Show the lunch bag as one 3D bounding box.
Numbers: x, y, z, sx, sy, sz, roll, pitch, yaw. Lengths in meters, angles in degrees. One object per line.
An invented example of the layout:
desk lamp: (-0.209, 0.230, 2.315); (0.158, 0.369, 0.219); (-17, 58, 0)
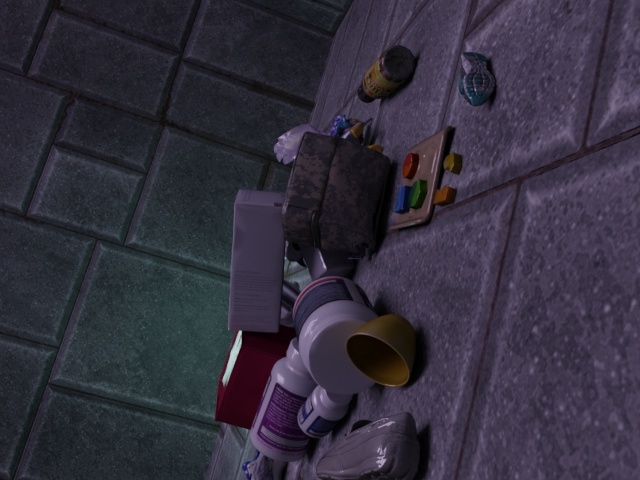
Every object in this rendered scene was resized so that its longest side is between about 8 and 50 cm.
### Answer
lunch bag: (0.049, -0.119, 1.686); (0.213, 0.255, 0.305); (81, -159, -63)

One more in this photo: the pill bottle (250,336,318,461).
pill bottle: (-0.067, 0.418, 1.643); (0.169, 0.169, 0.302); (-107, 36, -72)

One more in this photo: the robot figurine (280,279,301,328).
robot figurine: (-0.177, 0.277, 2.335); (0.300, 0.199, 0.353); (-46, -6, -35)

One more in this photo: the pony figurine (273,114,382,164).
pony figurine: (0.043, -0.285, 2.083); (0.351, 0.303, 0.363); (-36, 17, 12)

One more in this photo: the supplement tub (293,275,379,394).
supplement tub: (0.041, 0.204, 1.372); (0.272, 0.191, 0.191); (-114, 43, -75)

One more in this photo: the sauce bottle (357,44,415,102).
sauce bottle: (0.197, -0.515, 1.968); (0.344, 0.111, 0.112); (163, 124, -79)

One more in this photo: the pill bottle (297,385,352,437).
pill bottle: (0.014, 0.394, 1.464); (0.169, 0.094, 0.094); (119, 164, -46)

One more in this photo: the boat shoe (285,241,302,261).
boat shoe: (-0.069, -0.067, 1.979); (0.088, 0.096, 0.268); (132, 153, -59)

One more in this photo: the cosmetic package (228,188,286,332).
cosmetic package: (-0.184, 0.055, 1.826); (0.217, 0.156, 0.385); (-105, 18, -75)

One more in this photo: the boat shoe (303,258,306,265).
boat shoe: (0.054, -0.023, 1.932); (0.116, 0.123, 0.325); (47, 128, 42)

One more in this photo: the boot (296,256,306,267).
boot: (0.014, -0.002, 2.116); (0.207, 0.094, 0.246); (-49, -16, 8)

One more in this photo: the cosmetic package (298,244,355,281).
cosmetic package: (0.000, 0.000, 1.820); (0.085, 0.117, 0.231); (-44, 61, 41)

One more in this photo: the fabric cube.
fabric cube: (-0.154, 0.407, 1.857); (0.259, 0.258, 0.254); (-112, 42, -74)

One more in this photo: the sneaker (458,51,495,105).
sneaker: (0.308, -0.308, 1.236); (0.167, 0.064, 0.076); (-79, -4, -45)

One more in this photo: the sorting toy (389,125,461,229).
sorting toy: (0.231, -0.142, 1.367); (0.307, 0.041, 0.229); (163, 124, -77)

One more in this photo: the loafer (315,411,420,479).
loafer: (0.084, 0.386, 1.115); (0.319, 0.112, 0.112); (-43, 25, 54)

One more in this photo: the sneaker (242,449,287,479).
sneaker: (-0.180, 0.717, 1.836); (0.112, 0.130, 0.297); (125, 159, -52)

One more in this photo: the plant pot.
plant pot: (0.128, 0.195, 1.168); (0.095, 0.134, 0.134); (-49, -6, -38)
